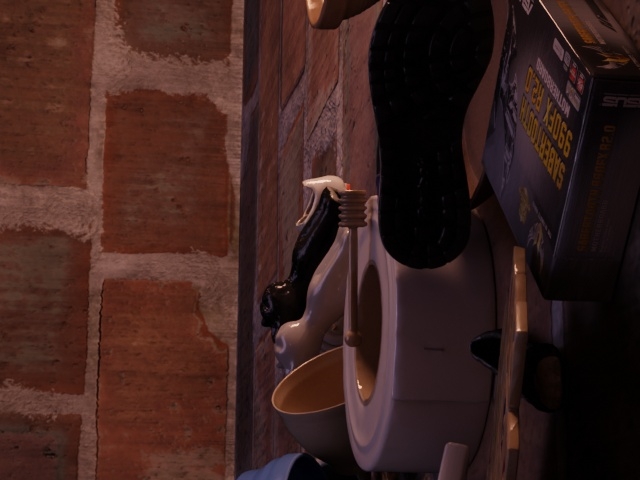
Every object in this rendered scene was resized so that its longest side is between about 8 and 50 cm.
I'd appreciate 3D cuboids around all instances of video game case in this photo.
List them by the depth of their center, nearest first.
[{"bbox_3d":[0.101,0.329,1.429,0.206,0.026,0.227,88,-166,-58],"label":"video game case"}]

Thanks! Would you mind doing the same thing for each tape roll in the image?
[{"bbox_3d":[0.095,0.096,1.589,0.286,0.100,0.286,-177,90,-81],"label":"tape roll"}]

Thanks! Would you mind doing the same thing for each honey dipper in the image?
[{"bbox_3d":[0.033,0.029,1.594,0.030,0.030,0.160,-177,87,-81],"label":"honey dipper"}]

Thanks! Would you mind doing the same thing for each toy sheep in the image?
[{"bbox_3d":[0.023,0.119,2.048,0.132,0.091,0.091,111,160,-62],"label":"toy sheep"}]

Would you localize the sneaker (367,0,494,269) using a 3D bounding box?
[{"bbox_3d":[0.088,-0.126,1.407,0.124,0.107,0.283,-99,14,-73],"label":"sneaker"}]

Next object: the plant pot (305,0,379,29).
[{"bbox_3d":[0.050,-0.384,1.966,0.237,0.110,0.237,-178,90,-81],"label":"plant pot"}]

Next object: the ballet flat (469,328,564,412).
[{"bbox_3d":[0.166,0.109,1.295,0.173,0.049,0.057,-153,65,-80],"label":"ballet flat"}]

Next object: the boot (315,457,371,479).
[{"bbox_3d":[0.039,0.327,1.967,0.176,0.088,0.244,-72,-18,-61],"label":"boot"}]

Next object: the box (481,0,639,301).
[{"bbox_3d":[0.187,-0.089,1.207,0.231,0.056,0.183,-103,18,-59],"label":"box"}]

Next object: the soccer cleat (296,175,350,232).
[{"bbox_3d":[0.000,0.000,2.259,0.068,0.076,0.196,-115,29,-71],"label":"soccer cleat"}]

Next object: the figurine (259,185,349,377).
[{"bbox_3d":[-0.002,0.064,1.955,0.209,0.092,0.215,-54,19,12],"label":"figurine"}]

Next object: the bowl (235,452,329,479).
[{"bbox_3d":[-0.025,0.433,1.709,0.391,0.077,0.391,-11,-90,-78],"label":"bowl"}]

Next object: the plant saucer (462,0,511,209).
[{"bbox_3d":[0.153,-0.175,1.467,0.310,0.050,0.310,-178,90,-81],"label":"plant saucer"}]

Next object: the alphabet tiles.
[{"bbox_3d":[0.131,0.191,1.157,0.285,0.011,0.342,-70,-15,-69],"label":"alphabet tiles"}]

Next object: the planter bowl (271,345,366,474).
[{"bbox_3d":[0.037,0.202,1.800,0.162,0.162,0.109,-117,5,-72],"label":"planter bowl"}]
